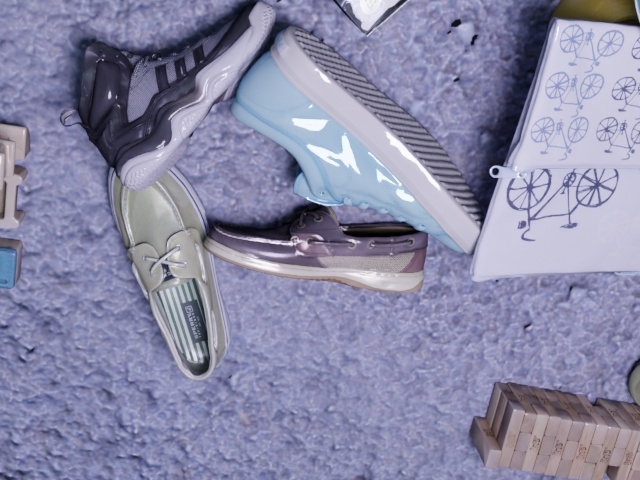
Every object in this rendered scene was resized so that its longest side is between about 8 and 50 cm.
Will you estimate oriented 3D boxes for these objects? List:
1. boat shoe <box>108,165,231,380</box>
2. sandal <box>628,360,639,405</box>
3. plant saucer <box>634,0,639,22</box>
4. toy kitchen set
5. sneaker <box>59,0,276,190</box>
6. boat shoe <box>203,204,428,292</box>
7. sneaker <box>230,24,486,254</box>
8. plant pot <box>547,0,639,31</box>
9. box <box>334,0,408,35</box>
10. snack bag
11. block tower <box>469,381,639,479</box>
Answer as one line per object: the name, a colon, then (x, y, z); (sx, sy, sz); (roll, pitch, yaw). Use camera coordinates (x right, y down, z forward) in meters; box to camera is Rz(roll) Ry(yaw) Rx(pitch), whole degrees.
boat shoe: (-0.178, 0.031, 1.198); (0.109, 0.094, 0.302); (-19, 109, 2)
sandal: (0.565, 0.203, 1.280); (0.303, 0.086, 0.120); (-10, 112, 24)
plant saucer: (0.480, -0.297, 1.020); (0.318, 0.043, 0.317); (0, 109, -1)
toy kitchen set: (-0.417, -0.029, 1.118); (0.122, 0.166, 0.207); (7, 108, -8)
sneaker: (-0.179, -0.199, 1.113); (0.153, 0.101, 0.268); (39, 86, 0)
boat shoe: (0.000, 0.000, 1.205); (0.285, 0.103, 0.092); (9, 102, -13)
sneaker: (0.048, -0.090, 1.169); (0.366, 0.135, 0.150); (42, 116, -16)
plant pot: (0.349, -0.239, 1.150); (0.134, 0.095, 0.134); (-2, 110, -5)
box: (0.014, -0.324, 1.062); (0.077, 0.147, 0.180); (-40, 109, 8)
snack bag: (0.344, -0.090, 1.149); (0.323, 0.037, 0.342); (-1, 122, -28)
block tower: (0.386, 0.275, 1.340); (0.336, 0.091, 0.097); (9, 108, -9)
